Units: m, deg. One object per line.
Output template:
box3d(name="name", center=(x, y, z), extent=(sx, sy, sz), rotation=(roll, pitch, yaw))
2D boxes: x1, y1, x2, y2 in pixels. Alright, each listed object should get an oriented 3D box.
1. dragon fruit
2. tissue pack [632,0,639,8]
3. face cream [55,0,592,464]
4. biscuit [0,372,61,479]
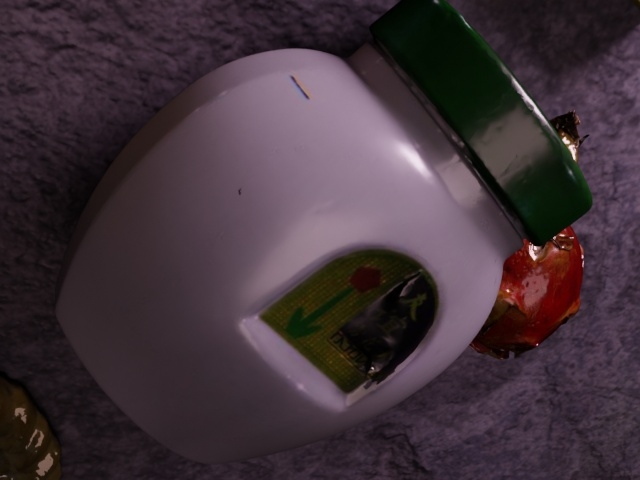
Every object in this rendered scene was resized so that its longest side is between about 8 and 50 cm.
box3d(name="dragon fruit", center=(0.192, -0.002, 0.790), extent=(0.125, 0.125, 0.246), rotation=(17, 102, -10))
box3d(name="tissue pack", center=(0.255, -0.244, 0.656), extent=(0.176, 0.062, 0.095), rotation=(28, 115, -31))
box3d(name="face cream", center=(0.000, 0.000, 0.656), extent=(0.357, 0.219, 0.312), rotation=(-39, 124, 8))
box3d(name="biscuit", center=(-0.362, 0.246, 0.840), extent=(0.273, 0.036, 0.187), rotation=(-39, 125, 12))
